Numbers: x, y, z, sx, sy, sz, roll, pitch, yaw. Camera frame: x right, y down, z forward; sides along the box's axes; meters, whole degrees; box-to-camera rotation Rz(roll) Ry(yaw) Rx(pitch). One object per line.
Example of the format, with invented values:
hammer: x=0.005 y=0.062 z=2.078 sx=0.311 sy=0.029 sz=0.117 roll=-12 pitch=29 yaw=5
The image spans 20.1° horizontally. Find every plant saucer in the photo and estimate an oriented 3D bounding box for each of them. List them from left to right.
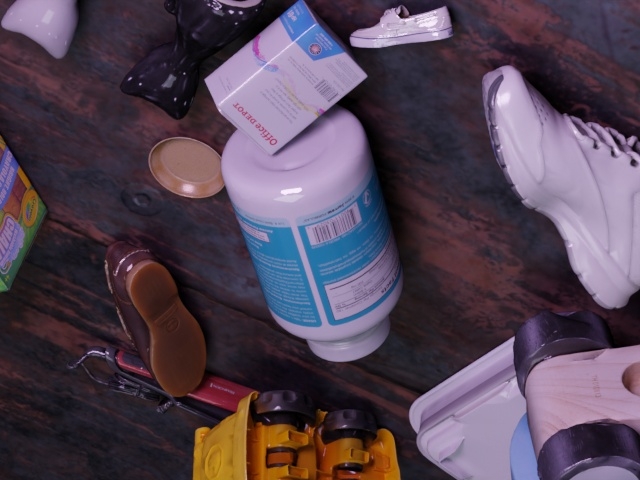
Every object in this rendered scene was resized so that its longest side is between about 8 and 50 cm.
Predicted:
plant saucer: x=-0.135 y=-0.079 z=1.857 sx=0.083 sy=0.015 sz=0.083 roll=8 pitch=135 yaw=8

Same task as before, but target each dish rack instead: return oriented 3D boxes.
dish rack: x=0.288 y=0.248 z=2.027 sx=0.333 sy=0.072 sz=0.285 roll=36 pitch=134 yaw=-18

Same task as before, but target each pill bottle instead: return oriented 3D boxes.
pill bottle: x=0.000 y=0.000 z=1.803 sx=0.146 sy=0.146 sz=0.264 roll=-1 pitch=134 yaw=17

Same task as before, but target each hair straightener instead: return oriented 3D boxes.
hair straightener: x=-0.187 y=0.181 z=2.108 sx=0.230 sy=0.047 sz=0.089 roll=16 pitch=137 yaw=-8

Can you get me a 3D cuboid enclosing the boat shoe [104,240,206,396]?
boat shoe: x=-0.184 y=0.084 z=2.005 sx=0.073 sy=0.073 sz=0.207 roll=32 pitch=147 yaw=42

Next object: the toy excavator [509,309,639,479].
toy excavator: x=0.417 y=0.279 z=1.882 sx=0.433 sy=0.222 sz=0.445 roll=-8 pitch=130 yaw=0

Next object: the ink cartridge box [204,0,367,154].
ink cartridge box: x=-0.033 y=-0.151 z=1.682 sx=0.122 sy=0.052 sz=0.088 roll=-39 pitch=132 yaw=9

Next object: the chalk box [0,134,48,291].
chalk box: x=-0.385 y=-0.022 z=1.904 sx=0.132 sy=0.132 sz=0.213 roll=-8 pitch=132 yaw=24

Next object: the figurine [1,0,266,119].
figurine: x=-0.182 y=-0.217 z=1.686 sx=0.215 sy=0.092 sz=0.209 roll=27 pitch=139 yaw=-10

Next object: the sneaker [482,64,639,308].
sneaker: x=0.253 y=-0.067 z=1.713 sx=0.129 sy=0.111 sz=0.297 roll=-30 pitch=125 yaw=19

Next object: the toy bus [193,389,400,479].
toy bus: x=-0.048 y=0.281 z=2.082 sx=0.220 sy=0.149 sz=0.211 roll=17 pitch=149 yaw=-33

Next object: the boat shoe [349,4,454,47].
boat shoe: x=0.073 y=-0.200 z=1.666 sx=0.100 sy=0.035 sz=0.035 roll=-4 pitch=106 yaw=25
